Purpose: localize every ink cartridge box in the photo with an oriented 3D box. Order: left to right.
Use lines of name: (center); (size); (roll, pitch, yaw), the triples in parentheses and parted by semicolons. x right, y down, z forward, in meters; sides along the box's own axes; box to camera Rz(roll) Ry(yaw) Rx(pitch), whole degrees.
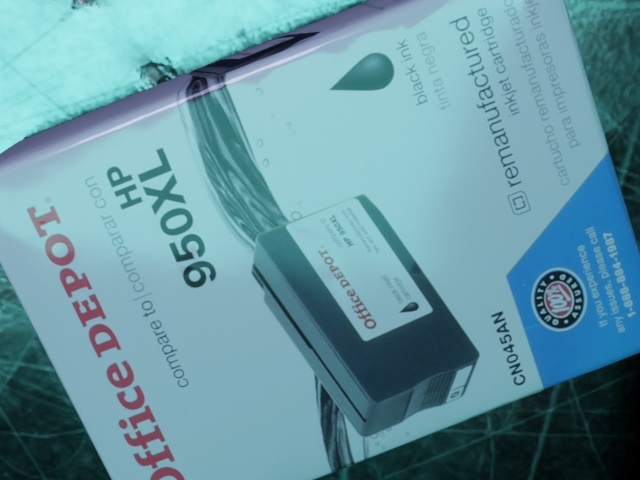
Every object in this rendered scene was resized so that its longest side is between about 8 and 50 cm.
ink cartridge box: (0.000, 0.000, 0.676); (0.395, 0.166, 0.285); (-22, 105, 1)
